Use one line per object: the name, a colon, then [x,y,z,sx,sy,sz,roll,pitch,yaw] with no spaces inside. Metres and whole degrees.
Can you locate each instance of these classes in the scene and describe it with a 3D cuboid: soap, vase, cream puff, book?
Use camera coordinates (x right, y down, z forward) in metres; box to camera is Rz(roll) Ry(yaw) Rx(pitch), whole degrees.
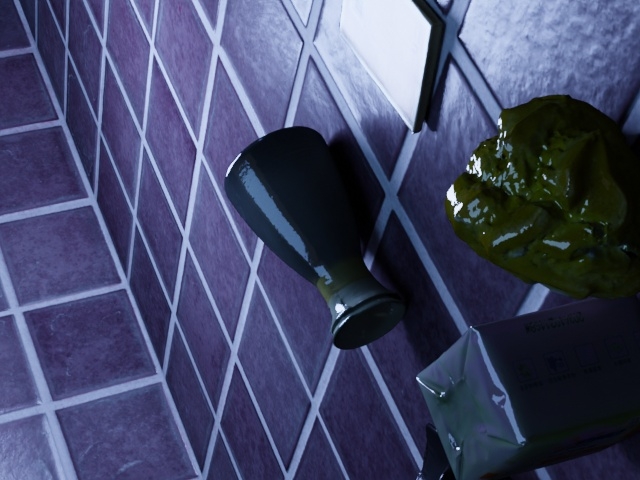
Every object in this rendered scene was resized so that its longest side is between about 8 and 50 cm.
soap: [0.231,0.154,1.289,0.182,0.200,0.138,122,134,-60]
vase: [0.000,0.000,1.846,0.321,0.173,0.173,58,153,25]
cream puff: [0.227,-0.053,1.226,0.221,0.195,0.194,40,139,50]
book: [0.087,-0.277,1.638,0.170,0.018,0.241,98,151,-43]

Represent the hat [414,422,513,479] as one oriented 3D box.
hat: [0.196,0.383,1.612,0.336,0.209,0.238,-84,18,-79]
